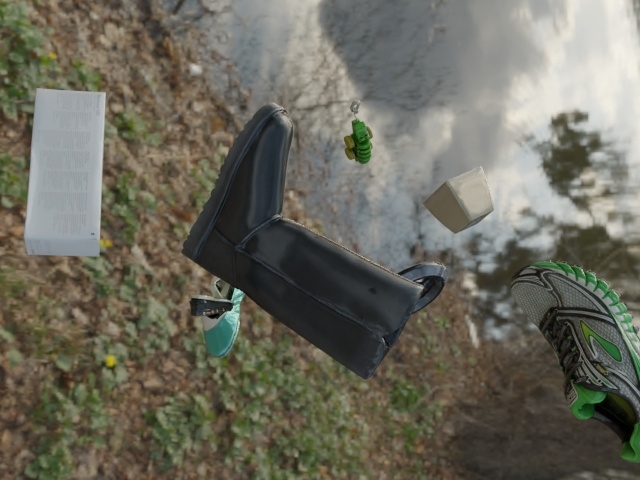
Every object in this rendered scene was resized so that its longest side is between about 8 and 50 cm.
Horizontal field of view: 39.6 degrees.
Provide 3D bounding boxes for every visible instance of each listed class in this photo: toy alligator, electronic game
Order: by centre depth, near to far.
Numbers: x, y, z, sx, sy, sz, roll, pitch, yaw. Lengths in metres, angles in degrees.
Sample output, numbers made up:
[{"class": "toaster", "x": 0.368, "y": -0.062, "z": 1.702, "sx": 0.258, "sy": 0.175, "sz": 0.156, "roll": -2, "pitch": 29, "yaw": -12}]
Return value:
[{"class": "toy alligator", "x": 0.084, "y": -0.210, "z": 1.834, "sx": 0.056, "sy": 0.051, "sz": 0.190, "roll": -28, "pitch": 151, "yaw": -13}, {"class": "electronic game", "x": 0.232, "y": 0.133, "z": 2.329, "sx": 0.229, "sy": 0.229, "sz": 0.048, "roll": 30, "pitch": 27, "yaw": -56}]

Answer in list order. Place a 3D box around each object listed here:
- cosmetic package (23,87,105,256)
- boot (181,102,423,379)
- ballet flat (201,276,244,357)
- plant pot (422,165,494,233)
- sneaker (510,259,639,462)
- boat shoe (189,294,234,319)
[{"class": "cosmetic package", "x": -0.353, "y": -0.096, "z": 1.240, "sx": 0.060, "sy": 0.098, "sz": 0.239, "roll": 112, "pitch": -23, "yaw": -61}, {"class": "boot", "x": -0.001, "y": 0.002, "z": 1.688, "sx": 0.367, "sy": 0.445, "sz": 0.146, "roll": -62, "pitch": 163, "yaw": 17}, {"class": "ballet flat", "x": -0.211, "y": 0.136, "z": 1.869, "sx": 0.087, "sy": 0.083, "sz": 0.247, "roll": 46, "pitch": 33, "yaw": -27}, {"class": "plant pot", "x": 0.305, "y": -0.079, "z": 1.899, "sx": 0.109, "sy": 0.109, "sz": 0.096, "roll": -23, "pitch": 76, "yaw": -30}, {"class": "sneaker", "x": 0.398, "y": 0.167, "z": 1.302, "sx": 0.146, "sy": 0.343, "sz": 0.134, "roll": -28, "pitch": 150, "yaw": -23}, {"class": "boat shoe", "x": -0.198, "y": 0.122, "z": 1.620, "sx": 0.133, "sy": 0.048, "sz": 0.042, "roll": 16, "pitch": 76, "yaw": -68}]
